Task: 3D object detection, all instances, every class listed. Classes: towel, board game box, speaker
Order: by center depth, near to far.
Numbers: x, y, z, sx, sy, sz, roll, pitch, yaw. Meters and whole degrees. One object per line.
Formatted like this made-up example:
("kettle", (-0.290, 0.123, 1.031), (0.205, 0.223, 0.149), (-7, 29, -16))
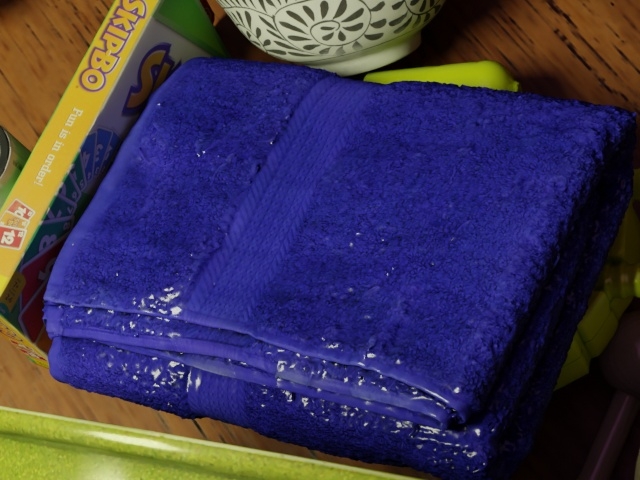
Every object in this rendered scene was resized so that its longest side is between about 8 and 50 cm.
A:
("towel", (0.000, 0.000, 0.944), (0.308, 0.076, 0.227), (11, 67, 34))
("speaker", (-0.187, -0.029, 1.050), (0.055, 0.136, 0.055), (-4, 71, 13))
("board game box", (-0.127, -0.054, 1.052), (0.039, 0.124, 0.259), (18, 73, 19))

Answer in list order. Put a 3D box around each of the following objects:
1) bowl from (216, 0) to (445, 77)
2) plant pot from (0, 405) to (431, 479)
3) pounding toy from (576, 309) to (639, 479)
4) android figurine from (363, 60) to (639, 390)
("bowl", (0.016, -0.150, 1.067), (0.170, 0.170, 0.080), (-14, 108, 7))
("plant pot", (-0.034, 0.277, 0.793), (0.366, 0.366, 0.353), (7, 81, 16))
("pounding toy", (0.250, 0.134, 0.910), (0.237, 0.110, 0.183), (7, 79, 47))
("android figurine", (0.067, 0.006, 0.992), (0.273, 0.056, 0.248), (-3, 58, 24))
